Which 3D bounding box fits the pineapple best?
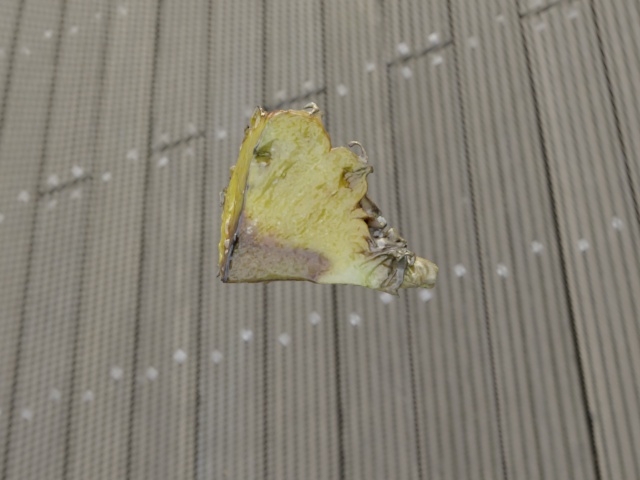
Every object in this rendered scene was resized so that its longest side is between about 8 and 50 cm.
[{"bbox_3d":[0.000,0.000,0.655,0.114,0.114,0.077,21,38,3],"label":"pineapple"}]
